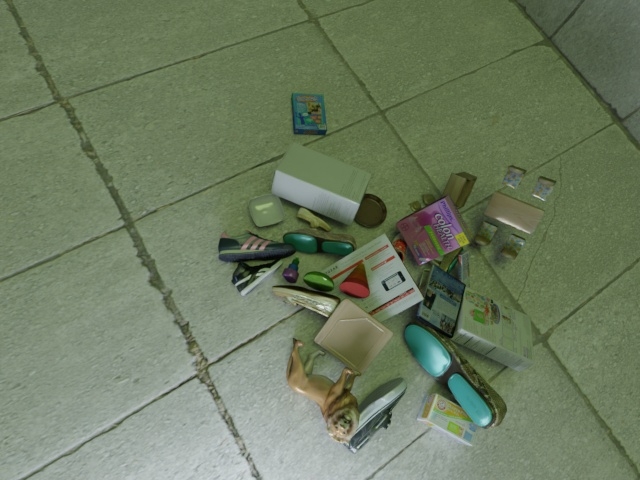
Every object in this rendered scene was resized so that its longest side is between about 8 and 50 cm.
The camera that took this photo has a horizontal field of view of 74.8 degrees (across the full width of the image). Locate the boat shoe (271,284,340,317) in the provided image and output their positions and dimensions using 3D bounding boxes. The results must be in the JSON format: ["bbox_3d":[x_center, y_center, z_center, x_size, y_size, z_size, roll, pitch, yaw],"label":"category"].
[{"bbox_3d":[-0.066,0.240,1.670,0.285,0.104,0.090,12,94,16],"label":"boat shoe"}]

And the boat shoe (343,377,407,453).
[{"bbox_3d":[0.213,0.665,1.596,0.335,0.121,0.119,-38,88,-10],"label":"boat shoe"}]

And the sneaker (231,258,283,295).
[{"bbox_3d":[-0.266,0.114,1.709,0.216,0.079,0.121,-38,82,-21],"label":"sneaker"}]

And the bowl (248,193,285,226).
[{"bbox_3d":[-0.236,-0.125,1.820,0.141,0.053,0.142,-16,75,-17],"label":"bowl"}]

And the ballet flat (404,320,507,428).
[{"bbox_3d":[0.537,0.513,1.669,0.181,0.164,0.483,-5,44,-44],"label":"ballet flat"}]

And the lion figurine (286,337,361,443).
[{"bbox_3d":[-0.004,0.550,1.563,0.392,0.142,0.240,24,80,31],"label":"lion figurine"}]

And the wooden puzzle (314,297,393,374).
[{"bbox_3d":[0.129,0.372,1.630,0.238,0.044,0.221,35,100,2],"label":"wooden puzzle"}]

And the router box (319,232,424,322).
[{"bbox_3d":[0.199,0.185,1.696,0.335,0.082,0.301,-31,77,10],"label":"router box"}]

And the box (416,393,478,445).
[{"bbox_3d":[0.500,0.696,1.637,0.203,0.103,0.114,28,67,0],"label":"box"}]

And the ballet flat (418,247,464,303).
[{"bbox_3d":[0.518,0.139,1.851,0.123,0.123,0.349,35,67,3],"label":"ballet flat"}]

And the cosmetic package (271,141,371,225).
[{"bbox_3d":[0.004,-0.248,1.823,0.384,0.156,0.217,23,51,4],"label":"cosmetic package"}]

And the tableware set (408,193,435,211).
[{"bbox_3d":[0.510,-0.144,2.001,0.141,0.020,0.169,-20,74,-20],"label":"tableware set"}]

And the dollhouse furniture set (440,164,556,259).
[{"bbox_3d":[0.757,-0.154,1.844,0.394,0.362,0.256,29,25,24],"label":"dollhouse furniture set"}]

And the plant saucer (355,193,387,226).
[{"bbox_3d":[0.223,-0.136,1.933,0.168,0.029,0.169,4,70,-10],"label":"plant saucer"}]

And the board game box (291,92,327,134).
[{"bbox_3d":[-0.057,-0.618,2.044,0.160,0.047,0.211,0,70,-11],"label":"board game box"}]

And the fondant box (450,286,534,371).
[{"bbox_3d":[0.724,0.370,1.772,0.330,0.096,0.238,26,45,-2],"label":"fondant box"}]

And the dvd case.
[{"bbox_3d":[0.500,0.248,1.724,0.180,0.022,0.253,32,62,-13],"label":"dvd case"}]

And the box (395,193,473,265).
[{"bbox_3d":[0.491,-0.045,1.810,0.214,0.242,0.117,61,30,0],"label":"box"}]

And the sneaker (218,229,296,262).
[{"bbox_3d":[-0.261,0.011,1.734,0.318,0.112,0.131,-1,64,-17],"label":"sneaker"}]

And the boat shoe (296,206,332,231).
[{"bbox_3d":[-0.030,-0.081,1.848,0.170,0.063,0.059,33,90,1],"label":"boat shoe"}]

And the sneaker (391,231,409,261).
[{"bbox_3d":[0.340,0.052,1.823,0.090,0.145,0.270,35,67,2],"label":"sneaker"}]

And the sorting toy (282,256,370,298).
[{"bbox_3d":[0.032,0.126,1.669,0.365,0.127,0.126,8,57,19],"label":"sorting toy"}]

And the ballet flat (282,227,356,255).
[{"bbox_3d":[0.000,0.000,1.793,0.315,0.108,0.106,11,36,7],"label":"ballet flat"}]

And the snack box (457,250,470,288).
[{"bbox_3d":[0.637,0.138,1.858,0.064,0.022,0.179,-21,111,-37],"label":"snack box"}]
